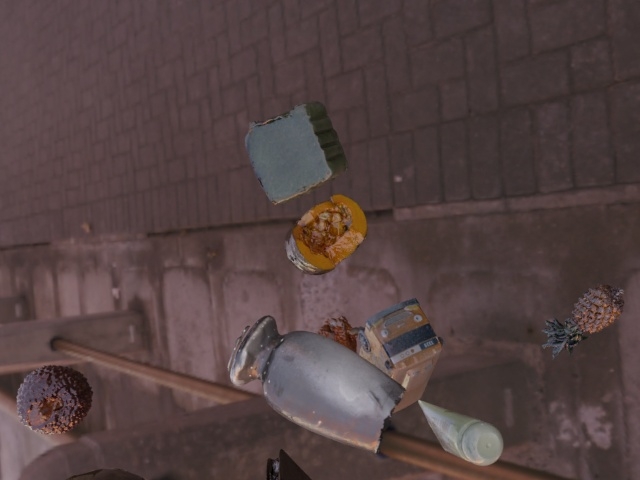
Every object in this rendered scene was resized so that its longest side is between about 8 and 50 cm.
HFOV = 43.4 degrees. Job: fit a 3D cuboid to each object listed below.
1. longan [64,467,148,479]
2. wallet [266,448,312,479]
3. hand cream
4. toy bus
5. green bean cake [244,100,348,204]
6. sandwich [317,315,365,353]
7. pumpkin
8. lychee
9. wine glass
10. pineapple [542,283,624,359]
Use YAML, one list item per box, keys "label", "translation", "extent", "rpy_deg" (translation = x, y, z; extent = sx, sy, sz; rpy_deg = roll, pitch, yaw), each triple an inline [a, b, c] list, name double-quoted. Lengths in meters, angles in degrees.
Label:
- label: "longan"
  translation: [-0.421, 0.645, 1.574]
  extent: [0.391, 0.391, 0.391]
  rpy_deg: [11, 103, 56]
- label: "wallet"
  translation: [-0.004, 0.397, 1.165]
  extent: [0.031, 0.198, 0.110]
  rpy_deg: [-40, 13, 7]
- label: "hand cream"
  translation: [0.314, 0.450, 1.852]
  extent: [0.147, 0.093, 0.306]
  rpy_deg: [61, 163, -4]
- label: "toy bus"
  translation: [0.109, 0.172, 1.153]
  extent: [0.103, 0.091, 0.182]
  rpy_deg: [58, 159, 28]
- label: "green bean cake"
  translation: [-0.067, -0.221, 2.007]
  extent: [0.227, 0.125, 0.222]
  rpy_deg: [-22, 95, 30]
- label: "sandwich"
  translation: [0.044, 0.261, 1.961]
  extent: [0.109, 0.185, 0.160]
  rpy_deg: [-2, 80, 40]
- label: "pumpkin"
  translation: [0.000, 0.000, 1.534]
  extent: [0.119, 0.183, 0.107]
  rpy_deg: [49, 142, 3]
- label: "lychee"
  translation: [-0.678, 0.402, 2.046]
  extent: [0.188, 0.188, 0.188]
  rpy_deg: [11, 103, 56]
- label: "wine glass"
  translation: [-0.003, 0.173, 0.976]
  extent: [0.204, 0.111, 0.111]
  rpy_deg: [24, 120, 13]
- label: "pineapple"
  translation: [0.549, 0.160, 1.667]
  extent: [0.221, 0.083, 0.103]
  rpy_deg: [-54, 9, 43]
